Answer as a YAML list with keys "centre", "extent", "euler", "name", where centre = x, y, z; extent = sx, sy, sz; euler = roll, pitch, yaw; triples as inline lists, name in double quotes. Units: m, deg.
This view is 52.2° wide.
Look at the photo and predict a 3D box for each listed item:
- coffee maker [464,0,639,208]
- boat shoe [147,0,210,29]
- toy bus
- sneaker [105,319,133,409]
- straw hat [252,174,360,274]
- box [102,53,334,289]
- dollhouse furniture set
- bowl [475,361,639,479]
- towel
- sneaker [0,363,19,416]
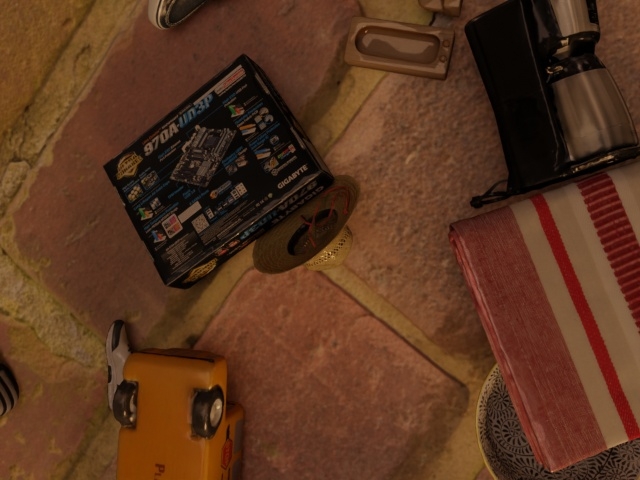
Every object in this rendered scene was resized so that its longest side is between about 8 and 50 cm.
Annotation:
- centre: [0.206, -0.142, 0.644]
  extent: [0.171, 0.120, 0.178]
  euler: [-17, 85, 13]
  name: "coffee maker"
- centre: [-0.118, -0.304, 0.750]
  extent: [0.083, 0.065, 0.183]
  euler: [42, 98, 12]
  name: "boat shoe"
- centre: [-0.154, 0.285, 0.721]
  extent: [0.108, 0.130, 0.333]
  euler: [3, 90, 15]
  name: "toy bus"
- centre: [-0.236, 0.150, 0.794]
  extent: [0.043, 0.040, 0.109]
  euler: [-4, 92, -3]
  name: "sneaker"
- centre: [0.000, 0.000, 0.718]
  extent: [0.144, 0.144, 0.061]
  euler: [-35, 122, 11]
  name: "straw hat"
- centre: [-0.120, -0.076, 0.743]
  extent: [0.220, 0.051, 0.175]
  euler: [-36, 72, 10]
  name: "box"
- centre: [0.073, -0.265, 0.674]
  extent: [0.144, 0.123, 0.151]
  euler: [13, 93, 13]
  name: "dollhouse furniture set"
- centre: [0.226, 0.177, 0.647]
  extent: [0.170, 0.080, 0.170]
  euler: [1, 81, -4]
  name: "bowl"
- centre: [0.309, 0.045, 0.614]
  extent: [0.329, 0.037, 0.237]
  euler: [-18, 82, -7]
  name: "towel"
- centre: [-0.482, 0.141, 0.828]
  extent: [0.098, 0.083, 0.224]
  euler: [-34, 83, 16]
  name: "sneaker"
